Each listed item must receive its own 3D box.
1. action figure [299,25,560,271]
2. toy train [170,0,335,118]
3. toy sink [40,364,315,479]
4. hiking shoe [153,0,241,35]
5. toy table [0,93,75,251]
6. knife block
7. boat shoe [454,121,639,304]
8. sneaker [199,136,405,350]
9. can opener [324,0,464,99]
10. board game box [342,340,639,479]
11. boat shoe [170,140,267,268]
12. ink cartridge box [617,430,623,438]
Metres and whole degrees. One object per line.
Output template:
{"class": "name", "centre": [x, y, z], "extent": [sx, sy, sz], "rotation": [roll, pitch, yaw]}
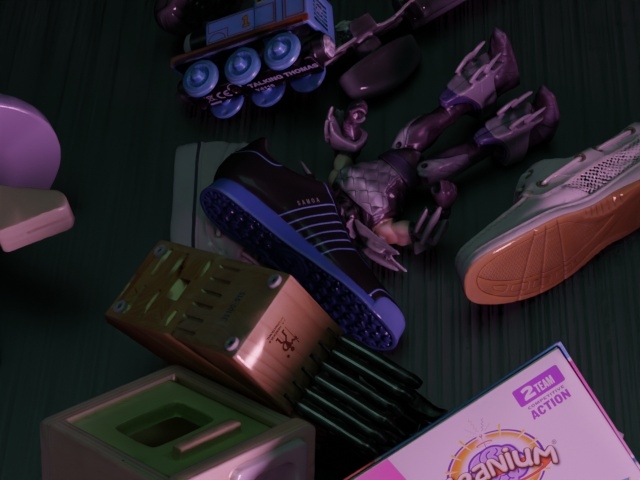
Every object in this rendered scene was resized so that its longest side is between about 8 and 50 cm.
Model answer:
{"class": "action figure", "centre": [0.094, -0.082, 1.569], "extent": [0.285, 0.099, 0.185], "rotation": [-36, 66, -14]}
{"class": "toy train", "centre": [-0.069, -0.197, 1.660], "extent": [0.184, 0.080, 0.105], "rotation": [-15, 61, 24]}
{"class": "toy sink", "centre": [-0.093, 0.208, 1.283], "extent": [0.234, 0.131, 0.153], "rotation": [22, 30, 39]}
{"class": "hiking shoe", "centre": [-0.141, -0.309, 1.791], "extent": [0.114, 0.086, 0.227], "rotation": [7, 47, 29]}
{"class": "toy table", "centre": [-0.366, -0.020, 1.501], "extent": [0.274, 0.252, 0.161], "rotation": [-32, 39, -2]}
{"class": "knife block", "centre": [-0.027, 0.121, 1.391], "extent": [0.276, 0.242, 0.088], "rotation": [13, 61, 47]}
{"class": "boat shoe", "centre": [0.227, -0.031, 1.518], "extent": [0.277, 0.098, 0.096], "rotation": [-26, 53, -24]}
{"class": "sneaker", "centre": [0.000, 0.000, 1.481], "extent": [0.232, 0.081, 0.090], "rotation": [42, 58, -6]}
{"class": "can opener", "centre": [0.117, -0.246, 1.718], "extent": [0.280, 0.074, 0.093], "rotation": [-36, 91, -17]}
{"class": "board game box", "centre": [0.165, 0.271, 1.189], "extent": [0.242, 0.064, 0.316], "rotation": [-32, 82, 1]}
{"class": "boat shoe", "centre": [-0.091, 0.007, 1.529], "extent": [0.088, 0.096, 0.267], "rotation": [-9, 44, 6]}
{"class": "ink cartridge box", "centre": [0.218, 0.173, 1.400], "extent": [0.083, 0.028, 0.048], "rotation": [29, 61, 26]}
